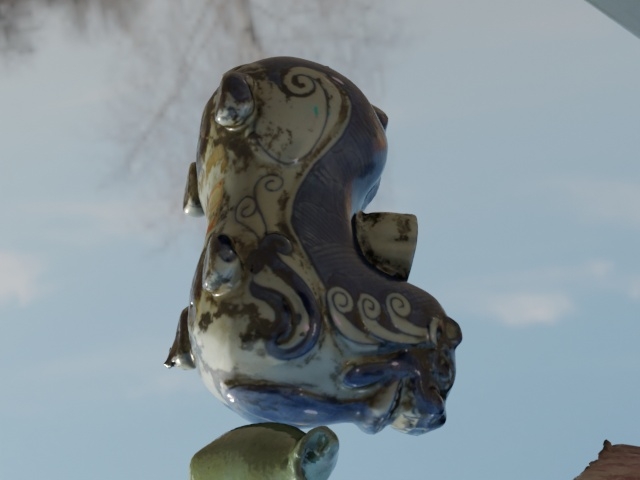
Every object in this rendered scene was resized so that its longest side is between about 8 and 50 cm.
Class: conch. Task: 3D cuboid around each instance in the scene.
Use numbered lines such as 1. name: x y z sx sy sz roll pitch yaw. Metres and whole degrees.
1. conch: -0.037 0.131 0.809 0.065 0.088 0.180 26 154 -15

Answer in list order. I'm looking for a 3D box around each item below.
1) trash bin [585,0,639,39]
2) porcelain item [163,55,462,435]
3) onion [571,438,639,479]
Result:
1. trash bin: 0.178 -0.178 0.772 0.236 0.176 0.101 29 160 -18
2. porcelain item: 0.000 0.000 1.129 0.186 0.138 0.288 10 -131 -12
3. onion: 0.289 0.243 1.214 0.247 0.111 0.250 12 -168 25
